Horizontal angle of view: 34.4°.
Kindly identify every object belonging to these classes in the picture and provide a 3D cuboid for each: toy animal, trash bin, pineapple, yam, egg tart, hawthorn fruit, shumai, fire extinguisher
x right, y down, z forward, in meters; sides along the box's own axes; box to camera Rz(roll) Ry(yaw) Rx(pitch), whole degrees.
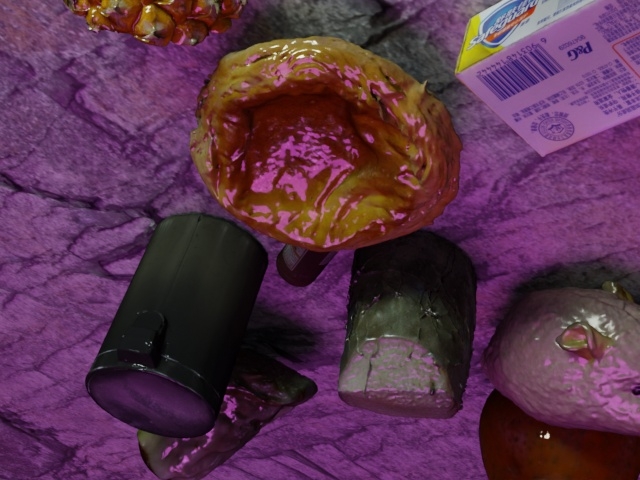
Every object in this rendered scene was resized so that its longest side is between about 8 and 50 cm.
[{"bbox_3d":[0.380,0.170,1.524,0.358,0.188,0.226,-2,119,42],"label":"toy animal"},{"bbox_3d":[-0.213,0.124,1.599,0.203,0.301,0.252,6,142,15],"label":"trash bin"},{"bbox_3d":[-0.197,-0.307,1.123,0.250,0.139,0.164,25,144,-8],"label":"pineapple"},{"bbox_3d":[0.120,0.127,1.500,0.203,0.271,0.201,-6,139,19],"label":"yam"},{"bbox_3d":[0.009,-0.129,1.281,0.352,0.150,0.352,9,140,8],"label":"egg tart"},{"bbox_3d":[0.395,0.367,1.704,0.277,0.298,0.277,4,142,3],"label":"hawthorn fruit"},{"bbox_3d":[-0.186,0.319,1.822,0.304,0.263,0.309,20,-179,1],"label":"shumai"},{"bbox_3d":[0.000,0.000,1.512,0.071,0.099,0.231,29,146,-7],"label":"fire extinguisher"}]

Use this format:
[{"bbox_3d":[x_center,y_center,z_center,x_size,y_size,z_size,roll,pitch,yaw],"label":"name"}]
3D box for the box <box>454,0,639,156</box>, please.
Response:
[{"bbox_3d":[0.296,-0.209,1.093,0.168,0.097,0.265,36,142,-27],"label":"box"}]
